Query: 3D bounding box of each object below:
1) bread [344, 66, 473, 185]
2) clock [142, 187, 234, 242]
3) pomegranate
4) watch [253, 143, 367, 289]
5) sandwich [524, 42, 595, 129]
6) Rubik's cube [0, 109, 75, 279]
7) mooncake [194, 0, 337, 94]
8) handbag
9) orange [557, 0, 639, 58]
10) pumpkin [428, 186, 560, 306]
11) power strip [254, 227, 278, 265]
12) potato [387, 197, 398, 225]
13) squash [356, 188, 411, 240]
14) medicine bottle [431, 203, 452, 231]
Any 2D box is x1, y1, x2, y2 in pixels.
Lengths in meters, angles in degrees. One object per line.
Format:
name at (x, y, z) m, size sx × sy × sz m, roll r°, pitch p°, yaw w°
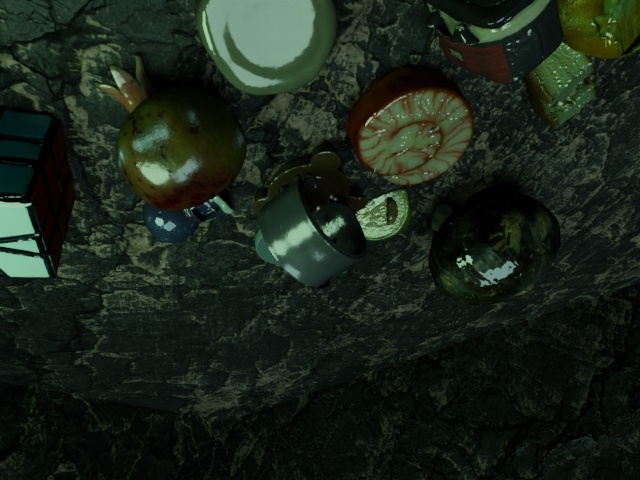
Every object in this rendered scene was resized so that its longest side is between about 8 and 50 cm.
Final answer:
bread at (0.237, -0.291, 1.052) m, size 0.295 × 0.114 × 0.328 m, roll -35°, pitch 137°, yaw 29°
clock at (-0.378, -0.092, 1.126) m, size 0.244 × 0.146 × 0.199 m, roll -26°, pitch 147°, yaw 7°
pomegranate at (-0.327, -0.226, 0.906) m, size 0.291 × 0.323 × 0.291 m, roll -34°, pitch 168°, yaw -8°
watch at (0.001, -0.040, 1.144) m, size 0.314 × 0.326 × 0.335 m, roll -33°, pitch 140°, yaw 27°
sandwich at (0.576, -0.406, 0.988) m, size 0.122 × 0.128 × 0.236 m, roll -37°, pitch 139°, yaw 19°
Rubik's cube at (-0.733, -0.103, 0.880) m, size 0.289 × 0.283 × 0.293 m, roll 5°, pitch 137°, yaw -21°
mooncake at (-0.101, -0.420, 0.763) m, size 0.275 × 0.135 × 0.274 m, roll -8°, pitch 141°, yaw -6°
handbag at (0.315, -0.432, 0.769) m, size 0.181 × 0.254 × 0.181 m, roll -40°, pitch 137°, yaw 11°
orange at (0.517, -0.498, 0.740) m, size 0.196 × 0.262 × 0.335 m, roll 3°, pitch 166°, yaw 38°
pumpkin at (0.591, 0.036, 1.380) m, size 0.455 × 0.344 × 0.454 m, roll -27°, pitch 149°, yaw -18°
power strip at (-0.143, 0.017, 1.415) m, size 0.168 × 0.054 × 0.253 m, roll -9°, pitch 144°, yaw -1°
potato at (0.238, -0.090, 1.320) m, size 0.037 × 0.036 × 0.093 m, roll -1°, pitch 108°, yaw 6°
squash at (0.210, -0.074, 1.426) m, size 0.237 × 0.155 × 0.204 m, roll -20°, pitch 107°, yaw 13°
medicine bottle at (0.434, -0.080, 1.445) m, size 0.058 × 0.058 × 0.091 m, roll -8°, pitch 144°, yaw -5°
